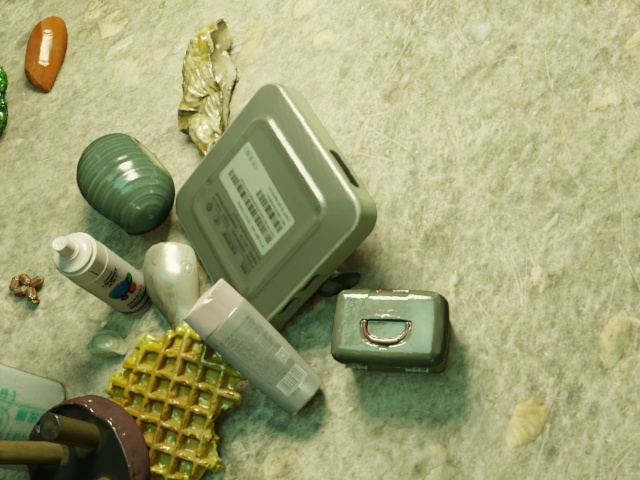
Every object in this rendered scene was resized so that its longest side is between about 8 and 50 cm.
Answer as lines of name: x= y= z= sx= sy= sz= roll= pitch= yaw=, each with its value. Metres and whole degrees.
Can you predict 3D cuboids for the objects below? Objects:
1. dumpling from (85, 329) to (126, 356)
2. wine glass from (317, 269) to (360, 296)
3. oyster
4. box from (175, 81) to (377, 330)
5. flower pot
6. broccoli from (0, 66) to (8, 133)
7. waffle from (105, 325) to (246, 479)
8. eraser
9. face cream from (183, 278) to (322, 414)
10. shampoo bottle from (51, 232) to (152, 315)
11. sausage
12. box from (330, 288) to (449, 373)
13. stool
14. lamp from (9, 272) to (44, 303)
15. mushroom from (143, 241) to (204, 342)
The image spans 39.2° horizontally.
dumpling: x=-0.430 y=0.206 z=1.808 sx=0.077 sy=0.043 sz=0.059 roll=-5 pitch=46 yaw=18
wine glass: x=0.000 y=0.000 z=1.731 sx=0.093 sy=0.093 sz=0.202 roll=-27 pitch=64 yaw=5
oyster: x=-0.243 y=-0.318 z=1.914 sx=0.110 sy=0.166 sz=0.341 roll=2 pitch=86 yaw=8
box: x=-0.102 y=-0.057 z=1.704 sx=0.373 sy=0.090 sz=0.367 roll=-47 pitch=59 yaw=26
flower pot: x=-0.397 y=-0.118 z=1.839 sx=0.157 sy=0.189 sz=0.243 roll=-46 pitch=53 yaw=3
broccoli: x=-0.841 y=-0.318 z=2.009 sx=0.297 sy=0.297 sz=0.298 roll=1 pitch=83 yaw=-11
waffle: x=-0.275 y=0.314 z=1.679 sx=0.281 sy=0.058 sz=0.301 roll=40 pitch=96 yaw=18
eraser: x=-0.611 y=0.323 z=1.676 sx=0.104 sy=0.290 sz=0.189 roll=20 pitch=79 yaw=22
face cream: x=-0.119 y=0.194 z=1.628 sx=0.269 sy=0.073 sz=0.107 roll=44 pitch=67 yaw=-6
shampoo bottle: x=-0.420 y=0.059 z=1.715 sx=0.092 sy=0.303 sz=0.092 roll=-6 pitch=67 yaw=13
sausage: x=-0.646 y=-0.440 z=2.107 sx=0.089 sy=0.089 sz=0.179 roll=7 pitch=81 yaw=19
box: x=0.129 y=0.166 z=1.605 sx=0.210 sy=0.129 sz=0.148 roll=1 pitch=69 yaw=16
stool: x=-0.460 y=0.421 z=1.617 sx=0.272 sy=0.178 sz=0.272 roll=-2 pitch=85 yaw=26
lamp: x=-0.629 y=0.100 z=1.916 sx=0.083 sy=0.031 sz=0.063 roll=8 pitch=70 yaw=23
mushroom: x=-0.283 y=0.116 z=1.768 sx=0.116 sy=0.093 sz=0.225 roll=-22 pitch=68 yaw=19
